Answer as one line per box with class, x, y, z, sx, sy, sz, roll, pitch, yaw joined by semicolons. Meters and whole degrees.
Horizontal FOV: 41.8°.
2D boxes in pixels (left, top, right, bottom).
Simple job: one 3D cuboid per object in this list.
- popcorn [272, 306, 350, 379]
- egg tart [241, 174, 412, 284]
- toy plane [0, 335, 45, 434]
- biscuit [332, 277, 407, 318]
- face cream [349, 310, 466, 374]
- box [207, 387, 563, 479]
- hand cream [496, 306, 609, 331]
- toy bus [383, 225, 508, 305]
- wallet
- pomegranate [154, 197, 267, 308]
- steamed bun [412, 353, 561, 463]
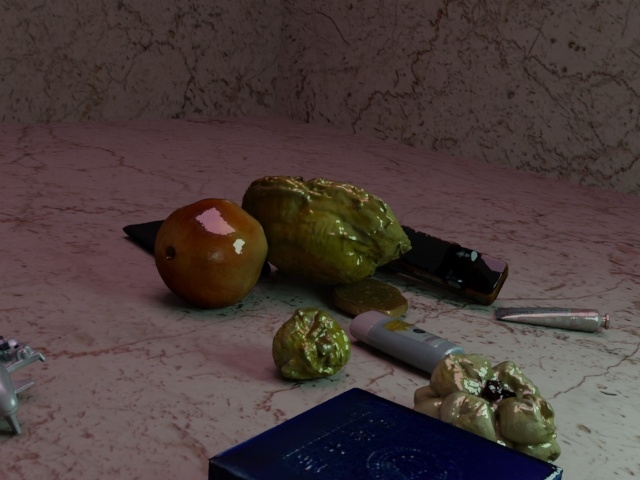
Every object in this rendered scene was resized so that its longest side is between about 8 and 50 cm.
popcorn;-0.014;0.158;1.282;0.121;0.106;0.116;7;6;6
egg tart;0.000;0.000;1.630;0.352;0.153;0.339;16;-18;10
toy plane;-0.436;0.185;1.072;0.174;0.080;0.174;-7;29;4
biscuit;0.093;0.114;1.617;0.142;0.028;0.220;2;14;-13
face cream;0.144;0.168;1.388;0.084;0.057;0.198;-8;21;-44
box;0.068;0.276;0.881;0.279;0.116;0.261;15;18;35
hand cream;0.447;0.147;1.620;0.210;0.043;0.067;4;15;12
toy bus;0.198;0.027;1.766;0.409;0.093;0.092;21;-17;30
wallet;-0.271;0.009;1.824;0.197;0.051;0.378;-9;20;-35
pomegranate;-0.199;0.025;1.533;0.209;0.209;0.209;6;15;-2
steamed bun;0.220;0.221;1.136;0.193;0.106;0.177;3;14;-6
